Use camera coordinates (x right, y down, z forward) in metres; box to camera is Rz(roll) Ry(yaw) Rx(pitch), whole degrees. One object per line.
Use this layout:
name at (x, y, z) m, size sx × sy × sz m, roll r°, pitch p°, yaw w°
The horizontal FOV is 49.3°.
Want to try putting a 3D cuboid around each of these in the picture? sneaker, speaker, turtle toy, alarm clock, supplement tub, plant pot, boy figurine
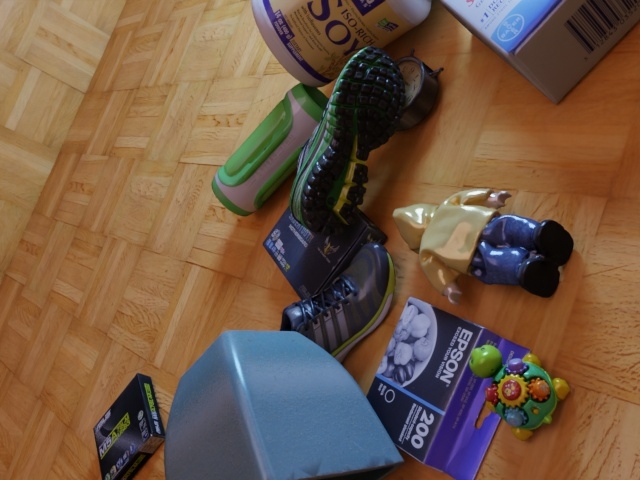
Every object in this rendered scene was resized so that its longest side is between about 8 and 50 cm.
sneaker at (0.029, -0.181, 1.213) m, size 0.146 × 0.134 × 0.344 m, roll 16°, pitch 80°, yaw 61°
speaker at (-0.096, -0.186, 1.455) m, size 0.296 × 0.131 × 0.131 m, roll -44°, pitch 42°, yaw 23°
turtle toy at (0.244, 0.185, 0.888) m, size 0.095 × 0.066 × 0.130 m, roll -53°, pitch 47°, yaw 9°
alarm clock at (0.141, -0.248, 1.269) m, size 0.192 × 0.064 × 0.129 m, roll -50°, pitch 40°, yaw 12°
supplement tub at (0.060, -0.472, 1.332) m, size 0.331 × 0.241 × 0.241 m, roll -28°, pitch 49°, yaw 26°
plant pot at (-0.084, 0.272, 1.012) m, size 0.248 × 0.247 × 0.252 m, roll -47°, pitch 54°, yaw 33°
sneaker at (0.011, 0.127, 1.153) m, size 0.300 × 0.121 × 0.111 m, roll -56°, pitch 39°, yaw 9°
boy figurine at (0.212, 0.007, 1.020) m, size 0.285 × 0.092 × 0.177 m, roll 14°, pitch 80°, yaw 52°

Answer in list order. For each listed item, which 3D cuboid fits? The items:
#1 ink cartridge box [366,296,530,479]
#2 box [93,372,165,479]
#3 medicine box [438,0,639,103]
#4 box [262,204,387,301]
ink cartridge box at (0.166, 0.207, 0.993) m, size 0.208 × 0.045 × 0.206 m, roll 20°, pitch 85°, yaw 50°
box at (-0.425, 0.424, 1.542) m, size 0.191 × 0.045 × 0.184 m, roll -50°, pitch 42°, yaw 16°
medicine box at (0.343, -0.404, 1.061) m, size 0.263 × 0.149 × 0.289 m, roll -48°, pitch 41°, yaw 18°
box at (0.000, 0.000, 1.290) m, size 0.183 × 0.059 × 0.233 m, roll -53°, pitch 39°, yaw 11°
